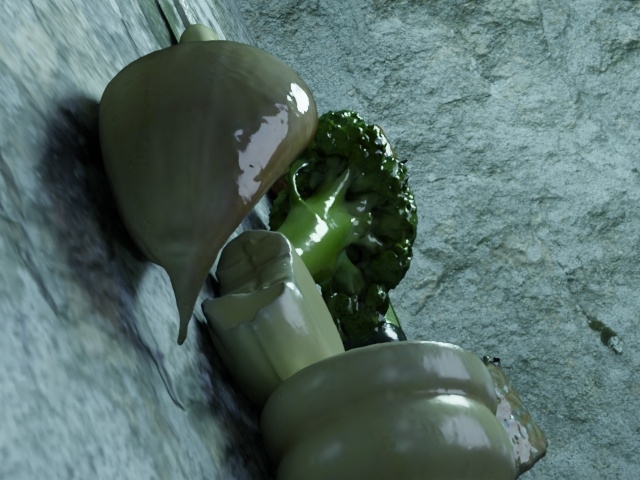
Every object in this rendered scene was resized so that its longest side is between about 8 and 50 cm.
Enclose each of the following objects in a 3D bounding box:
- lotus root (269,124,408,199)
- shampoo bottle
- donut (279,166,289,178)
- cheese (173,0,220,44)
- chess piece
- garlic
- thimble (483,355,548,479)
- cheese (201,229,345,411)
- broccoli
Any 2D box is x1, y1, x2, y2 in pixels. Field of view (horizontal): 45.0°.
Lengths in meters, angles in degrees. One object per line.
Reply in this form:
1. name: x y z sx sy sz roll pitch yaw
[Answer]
1. lotus root: 0.003 -0.098 1.234 0.170 0.260 0.074 -27 90 -53
2. shampoo bottle: 0.073 0.145 1.150 0.101 0.101 0.284 61 6 -36
3. donut: -0.037 -0.136 1.511 0.141 0.085 0.217 67 6 25
4. cheese: -0.158 -0.256 1.017 0.251 0.054 0.127 64 5 5
5. chess piece: 0.067 0.220 0.447 0.167 0.167 0.300 59 13 -49
6. garlic: -0.077 -0.051 0.524 0.245 0.145 0.164 -92 -173 -73
7. thimble: 0.175 0.266 1.015 0.148 0.229 0.196 58 -37 15
8. cheese: -0.014 0.099 0.626 0.163 0.070 0.249 -110 173 -51
9. broccoli: 0.002 0.006 0.965 0.302 0.186 0.254 -54 134 -34
